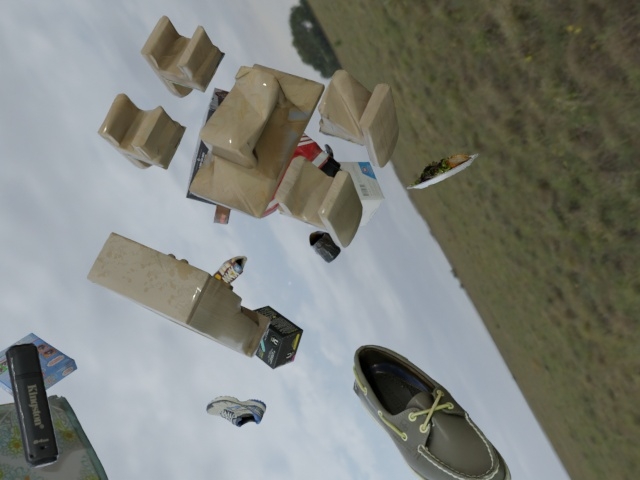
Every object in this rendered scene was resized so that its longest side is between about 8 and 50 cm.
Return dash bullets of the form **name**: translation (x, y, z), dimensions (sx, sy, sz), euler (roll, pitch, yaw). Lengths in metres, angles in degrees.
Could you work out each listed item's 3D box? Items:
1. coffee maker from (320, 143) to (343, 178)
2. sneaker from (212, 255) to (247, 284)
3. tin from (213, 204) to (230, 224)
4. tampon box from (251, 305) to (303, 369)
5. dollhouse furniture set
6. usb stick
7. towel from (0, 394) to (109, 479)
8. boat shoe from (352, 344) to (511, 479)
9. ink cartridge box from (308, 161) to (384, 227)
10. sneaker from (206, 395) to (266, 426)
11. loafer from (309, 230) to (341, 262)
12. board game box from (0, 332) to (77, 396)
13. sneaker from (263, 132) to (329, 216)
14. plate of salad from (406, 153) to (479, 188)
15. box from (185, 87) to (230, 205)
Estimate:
- **coffee maker**: translation (-0.036, -0.192, 1.762), dimensions (0.171, 0.120, 0.178), euler (7, -161, -25)
- **sneaker**: translation (-0.314, 0.114, 2.310), dimensions (0.069, 0.084, 0.185), euler (49, -143, -21)
- **tin**: translation (-0.206, -0.120, 1.498), dimensions (0.106, 0.040, 0.190), euler (118, 161, -51)
- **tampon box**: translation (-0.154, 0.298, 2.100), dimensions (0.161, 0.120, 0.101), euler (32, -153, 31)
- **dollhouse furniture set**: translation (-0.121, -0.059, 0.989), dimensions (0.362, 0.394, 0.256), euler (21, 167, 18)
- **usb stick**: translation (-0.645, 0.364, 1.511), dimensions (0.077, 0.045, 0.278), euler (5, -120, -52)
- **towel**: translation (-0.766, 0.580, 1.787), dimensions (0.320, 0.090, 0.374), euler (2, -143, -50)
- **boat shoe**: translation (0.140, 0.247, 0.950), dimensions (0.305, 0.109, 0.091), euler (34, 149, 54)
- **ink cartridge box**: translation (0.067, -0.160, 2.363), dimensions (0.168, 0.232, 0.171), euler (-58, 43, 49)
- **sneaker**: translation (-0.191, 0.385, 1.508), dimensions (0.058, 0.135, 0.052), euler (-84, -7, -51)
- **loafer**: translation (0.000, 0.000, 1.643), dimensions (0.061, 0.062, 0.170), euler (44, 178, -19)
- **board game box**: translation (-0.770, 0.333, 1.780), dimensions (0.211, 0.160, 0.039), euler (18, 129, 36)
- **sneaker**: translation (-0.096, -0.161, 1.555), dimensions (0.128, 0.221, 0.087), euler (46, 165, -1)
- **plate of salad**: translation (0.304, -0.183, 1.705), dimensions (0.048, 0.199, 0.200), euler (63, -171, -5)
- **box**: translation (-0.220, -0.219, 1.646), dimensions (0.163, 0.247, 0.142), euler (15, -149, -11)
